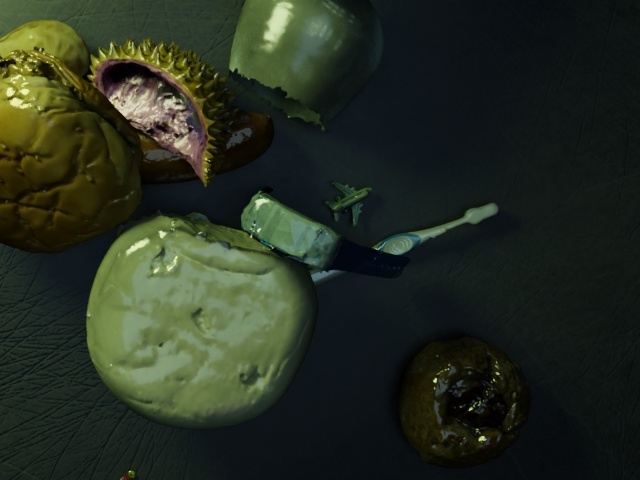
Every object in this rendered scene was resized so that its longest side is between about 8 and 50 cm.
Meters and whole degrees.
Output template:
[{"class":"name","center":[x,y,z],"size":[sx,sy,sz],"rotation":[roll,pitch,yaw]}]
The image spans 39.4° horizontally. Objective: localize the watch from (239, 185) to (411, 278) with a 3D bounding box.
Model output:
[{"class":"watch","center":[0.010,0.006,1.338],"size":[0.276,0.274,0.068],"rotation":[26,94,-1]}]

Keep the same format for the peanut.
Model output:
[{"class":"peanut","center":[-0.496,-0.242,1.333],"size":[0.305,0.147,0.147],"rotation":[-11,96,-8]}]

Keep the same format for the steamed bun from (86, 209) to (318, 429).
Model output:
[{"class":"steamed bun","center":[-0.185,0.119,1.360],"size":[0.334,0.233,0.312],"rotation":[24,94,-12]}]

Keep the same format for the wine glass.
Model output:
[{"class":"wine glass","center":[0.010,-0.346,1.355],"size":[0.238,0.238,0.323],"rotation":[29,91,-10]}]

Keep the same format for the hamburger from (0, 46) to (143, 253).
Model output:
[{"class":"hamburger","center":[-0.407,-0.113,1.253],"size":[0.318,0.158,0.319],"rotation":[3,135,3]}]

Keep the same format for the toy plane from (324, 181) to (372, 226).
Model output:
[{"class":"toy plane","center":[0.049,-0.066,1.479],"size":[0.083,0.033,0.080],"rotation":[-29,98,-12]}]

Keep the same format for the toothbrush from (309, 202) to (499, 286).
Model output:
[{"class":"toothbrush","center":[0.119,0.013,1.492],"size":[0.386,0.040,0.040],"rotation":[-22,98,-6]}]

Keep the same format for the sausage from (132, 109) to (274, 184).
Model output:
[{"class":"sausage","center":[-0.204,-0.148,1.400],"size":[0.270,0.109,0.109],"rotation":[-11,96,-6]}]

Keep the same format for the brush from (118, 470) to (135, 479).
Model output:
[{"class":"brush","center":[-0.337,0.409,1.467],"size":[0.083,0.021,0.019],"rotation":[-39,96,-4]}]

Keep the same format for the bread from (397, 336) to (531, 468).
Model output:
[{"class":"bread","center":[0.240,0.273,1.491],"size":[0.230,0.123,0.230],"rotation":[0,95,-6]}]

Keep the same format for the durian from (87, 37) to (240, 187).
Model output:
[{"class":"durian","center":[-0.219,-0.229,1.337],"size":[0.260,0.186,0.154],"rotation":[26,122,11]}]
